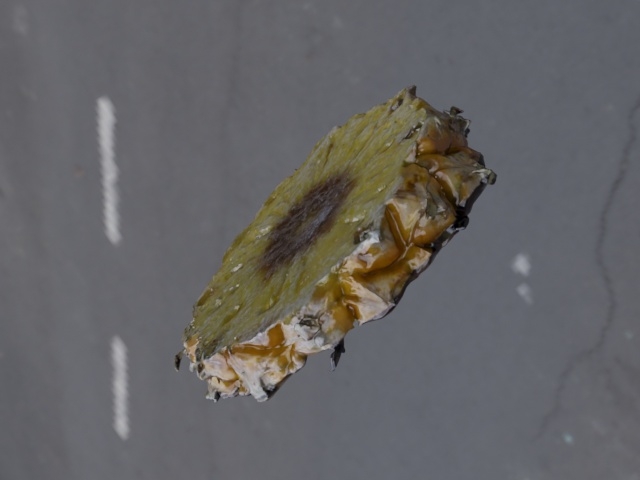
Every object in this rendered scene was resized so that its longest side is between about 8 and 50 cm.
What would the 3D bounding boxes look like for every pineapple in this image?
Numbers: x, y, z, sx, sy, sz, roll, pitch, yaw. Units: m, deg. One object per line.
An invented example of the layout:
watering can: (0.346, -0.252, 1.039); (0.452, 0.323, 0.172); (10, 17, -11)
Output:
pineapple: (0.000, 0.000, 0.827); (0.047, 0.221, 0.221); (45, 157, -17)
